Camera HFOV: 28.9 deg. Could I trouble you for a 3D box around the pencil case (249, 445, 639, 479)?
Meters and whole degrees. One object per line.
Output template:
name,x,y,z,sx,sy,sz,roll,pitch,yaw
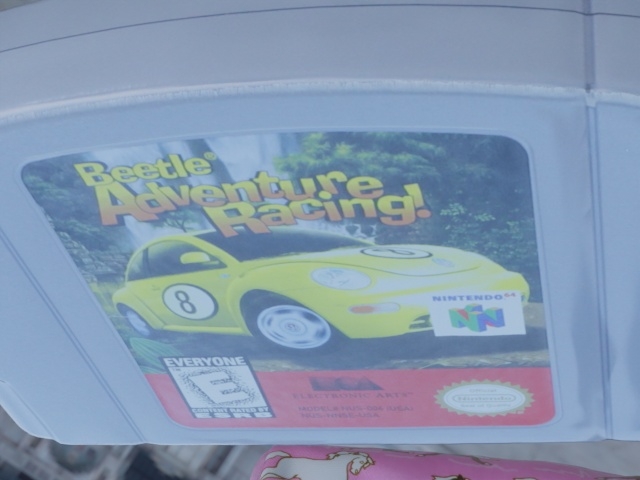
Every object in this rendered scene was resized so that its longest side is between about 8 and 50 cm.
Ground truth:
pencil case,0.139,0.224,0.778,0.385,0.167,0.160,4,177,5

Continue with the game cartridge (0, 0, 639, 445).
game cartridge,0.000,0.000,0.392,0.294,0.060,0.196,-3,140,14
